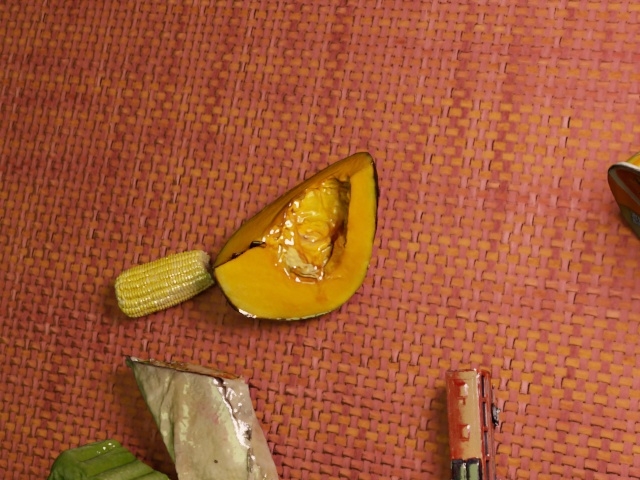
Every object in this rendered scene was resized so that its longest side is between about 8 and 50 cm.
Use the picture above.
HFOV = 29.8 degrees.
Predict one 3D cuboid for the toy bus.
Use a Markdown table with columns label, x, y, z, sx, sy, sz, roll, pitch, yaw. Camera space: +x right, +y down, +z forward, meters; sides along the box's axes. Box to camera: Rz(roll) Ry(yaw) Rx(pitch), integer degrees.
| label | x | y | z | sx | sy | sz | roll | pitch | yaw |
| --- | --- | --- | --- | --- | --- | --- | --- | --- | --- |
| toy bus | 0.216 | 0.301 | 1.730 | 0.073 | 0.096 | 0.235 | -5 | 76 | 20 |

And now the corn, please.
| label | x | y | z | sx | sy | sz | roll | pitch | yaw |
| --- | --- | --- | --- | --- | --- | --- | --- | --- | --- |
| corn | -0.253 | 0.067 | 1.952 | 0.165 | 0.063 | 0.085 | -21 | 49 | 11 |

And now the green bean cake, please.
| label | x | y | z | sx | sy | sz | roll | pitch | yaw |
| --- | --- | --- | --- | --- | --- | --- | --- | --- | --- |
| green bean cake | -0.324 | 0.442 | 1.829 | 0.222 | 0.125 | 0.248 | 26 | 108 | 31 |

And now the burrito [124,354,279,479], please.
| label | x | y | z | sx | sy | sz | roll | pitch | yaw |
| --- | --- | --- | --- | --- | --- | --- | --- | --- | --- |
| burrito | -0.167 | 0.295 | 1.855 | 0.175 | 0.107 | 0.347 | -30 | 69 | 10 |

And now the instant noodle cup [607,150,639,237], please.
| label | x | y | z | sx | sy | sz | roll | pitch | yaw |
| --- | --- | --- | --- | --- | --- | --- | --- | --- | --- |
| instant noodle cup | 0.558 | -0.065 | 1.604 | 0.214 | 0.296 | 0.296 | -43 | 69 | -4 |

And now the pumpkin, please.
| label | x | y | z | sx | sy | sz | roll | pitch | yaw |
| --- | --- | --- | --- | --- | --- | --- | --- | --- | --- |
| pumpkin | 0.000 | 0.000 | 1.866 | 0.312 | 0.148 | 0.169 | -33 | 109 | 18 |
